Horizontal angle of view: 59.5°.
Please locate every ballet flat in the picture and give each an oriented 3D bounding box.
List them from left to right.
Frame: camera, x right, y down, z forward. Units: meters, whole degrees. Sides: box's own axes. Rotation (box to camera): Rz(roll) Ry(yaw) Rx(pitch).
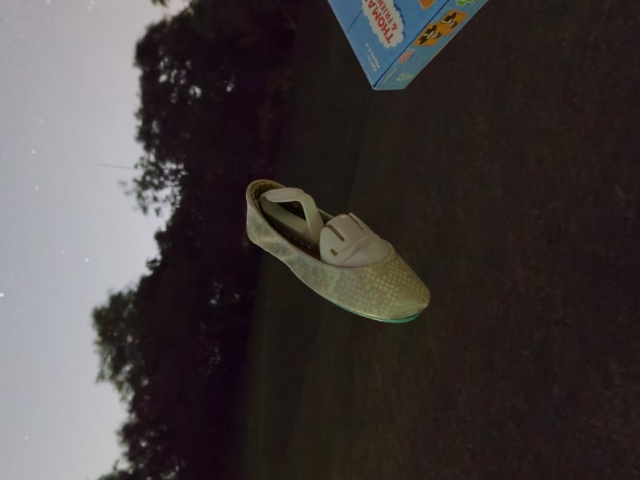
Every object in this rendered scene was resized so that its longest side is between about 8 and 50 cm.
[{"bbox_3d":[0.000,0.000,0.376,0.168,0.057,0.053,26,134,41],"label":"ballet flat"}]

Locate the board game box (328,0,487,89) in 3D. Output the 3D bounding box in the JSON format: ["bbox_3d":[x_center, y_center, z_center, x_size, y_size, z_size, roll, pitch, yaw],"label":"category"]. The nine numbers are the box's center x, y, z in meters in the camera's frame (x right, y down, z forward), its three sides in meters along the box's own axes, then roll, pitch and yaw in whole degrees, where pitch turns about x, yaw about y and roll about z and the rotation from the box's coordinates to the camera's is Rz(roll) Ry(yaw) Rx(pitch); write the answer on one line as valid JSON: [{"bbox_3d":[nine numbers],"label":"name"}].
[{"bbox_3d":[0.069,-0.222,0.336,0.211,0.039,0.160,-40,69,48],"label":"board game box"}]
